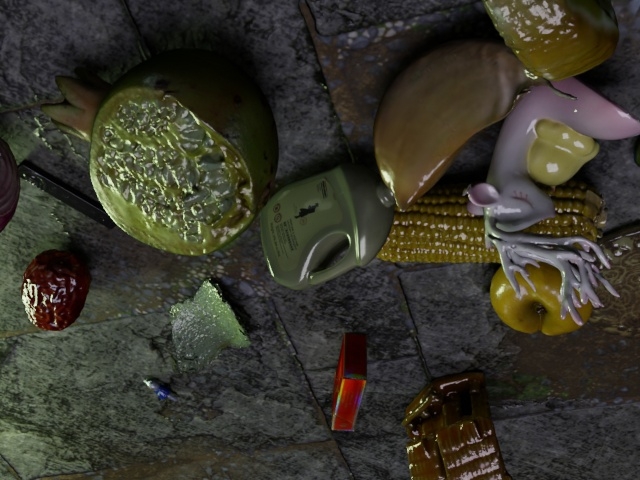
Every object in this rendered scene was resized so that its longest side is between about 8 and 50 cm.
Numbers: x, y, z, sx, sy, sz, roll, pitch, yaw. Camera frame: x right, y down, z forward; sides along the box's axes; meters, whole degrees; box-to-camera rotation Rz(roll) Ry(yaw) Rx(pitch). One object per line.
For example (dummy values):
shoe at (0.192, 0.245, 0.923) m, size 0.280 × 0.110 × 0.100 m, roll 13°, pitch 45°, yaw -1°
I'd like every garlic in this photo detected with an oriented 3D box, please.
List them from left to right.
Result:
garlic at (0.215, -0.185, 1.386) m, size 0.151 × 0.196 × 0.338 m, roll 15°, pitch 146°, yaw -37°

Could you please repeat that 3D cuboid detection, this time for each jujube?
jujube at (-0.472, 0.093, 1.762) m, size 0.112 × 0.109 × 0.176 m, roll 39°, pitch 137°, yaw 12°

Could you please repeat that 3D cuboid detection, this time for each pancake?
pancake at (0.580, 0.071, 1.750) m, size 0.288 × 0.033 × 0.286 m, roll 28°, pitch 129°, yaw -24°

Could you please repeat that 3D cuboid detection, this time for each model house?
model house at (0.265, 0.413, 1.975) m, size 0.200 × 0.229 × 0.219 m, roll -16°, pitch 132°, yaw 10°

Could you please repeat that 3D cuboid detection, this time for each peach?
peach at (0.383, 0.098, 1.721) m, size 0.179 × 0.103 × 0.179 m, roll 14°, pitch 146°, yaw 9°

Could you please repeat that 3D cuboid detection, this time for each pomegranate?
pomegranate at (-0.213, -0.156, 1.444) m, size 0.359 × 0.216 × 0.309 m, roll 31°, pitch 137°, yaw 15°

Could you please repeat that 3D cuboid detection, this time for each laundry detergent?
laundry detergent at (0.024, -0.032, 1.554) m, size 0.253 × 0.181 × 0.091 m, roll -25°, pitch 151°, yaw 32°

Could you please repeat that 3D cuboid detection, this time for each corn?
corn at (0.261, -0.028, 1.584) m, size 0.387 × 0.144 × 0.144 m, roll -3°, pitch 135°, yaw 5°

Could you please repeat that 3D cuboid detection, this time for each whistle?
whistle at (-0.327, 0.306, 2.028) m, size 0.083 × 0.029 × 0.033 m, roll 41°, pitch 161°, yaw -26°

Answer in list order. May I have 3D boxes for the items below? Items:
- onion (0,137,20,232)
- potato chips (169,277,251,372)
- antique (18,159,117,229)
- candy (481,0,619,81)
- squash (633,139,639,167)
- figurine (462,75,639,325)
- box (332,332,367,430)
onion at (-0.601, -0.083, 1.511) m, size 0.256 × 0.272 × 0.230 m, roll 20°, pitch 157°, yaw 30°
potato chips at (-0.213, 0.172, 1.868) m, size 0.167 × 0.059 × 0.228 m, roll 36°, pitch 132°, yaw -22°
antique at (-0.419, -0.074, 1.655) m, size 0.192 × 0.015 × 0.031 m, roll 33°, pitch 128°, yaw -27°
candy at (0.269, -0.322, 1.208) m, size 0.118 × 0.259 × 0.260 m, roll -25°, pitch 129°, yaw 30°
squash at (0.533, -0.174, 1.488) m, size 0.052 × 0.052 × 0.183 m, roll 20°, pitch 134°, yaw -17°
figurine at (0.339, -0.056, 1.404) m, size 0.284 × 0.206 × 0.315 m, roll 38°, pitch 109°, yaw 10°
box at (0.054, 0.275, 1.922) m, size 0.048 × 0.112 × 0.175 m, roll 6°, pitch 134°, yaw -4°
